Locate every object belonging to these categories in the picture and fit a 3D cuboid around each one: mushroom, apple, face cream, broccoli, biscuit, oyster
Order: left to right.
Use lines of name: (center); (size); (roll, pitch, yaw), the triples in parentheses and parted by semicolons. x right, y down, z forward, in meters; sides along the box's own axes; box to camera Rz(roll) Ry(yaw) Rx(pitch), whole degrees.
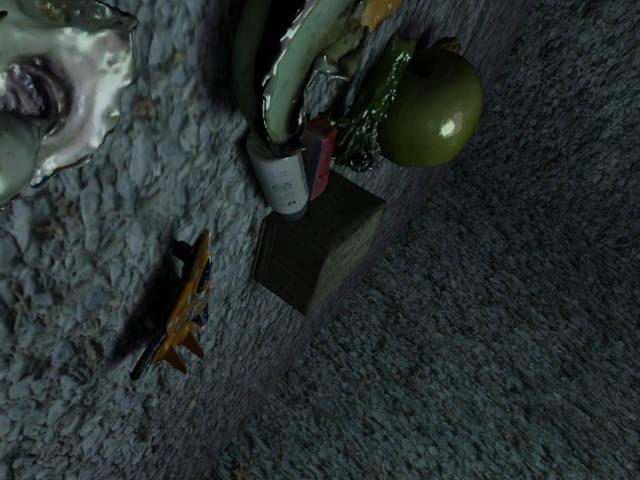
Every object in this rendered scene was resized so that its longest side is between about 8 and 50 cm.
oyster: (-0.250, -0.123, 0.411); (0.214, 0.083, 0.223); (-58, 171, 20)
face cream: (-0.073, -0.114, 0.969); (0.092, 0.092, 0.311); (-52, 165, -15)
mushroom: (-0.014, -0.293, 0.694); (0.344, 0.130, 0.247); (-58, 163, 24)
broccoli: (0.111, -0.286, 1.042); (0.165, 0.145, 0.304); (-31, 153, -50)
biscuit: (0.122, -0.496, 0.889); (0.160, 0.030, 0.249); (-50, 164, -24)
apple: (0.245, -0.318, 1.207); (0.292, 0.292, 0.254); (-48, 143, -30)

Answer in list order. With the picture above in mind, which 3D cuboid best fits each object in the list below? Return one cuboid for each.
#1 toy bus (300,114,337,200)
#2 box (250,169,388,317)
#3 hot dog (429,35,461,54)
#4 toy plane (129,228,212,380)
toy bus: (-0.018, -0.168, 1.048); (0.065, 0.077, 0.192); (-42, 158, -34)
box: (0.000, 0.000, 1.247); (0.297, 0.190, 0.225); (-42, 158, -43)
hot dog: (0.295, -0.449, 1.383); (0.175, 0.114, 0.259); (-37, 152, -40)
toy plane: (-0.245, 0.097, 0.872); (0.204, 0.103, 0.316); (-39, 151, -53)
